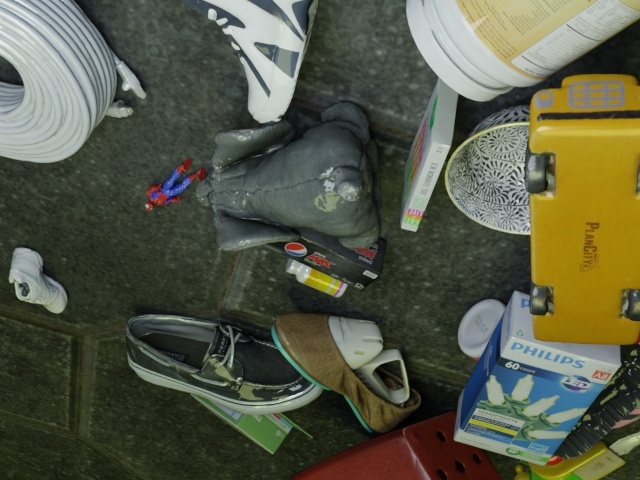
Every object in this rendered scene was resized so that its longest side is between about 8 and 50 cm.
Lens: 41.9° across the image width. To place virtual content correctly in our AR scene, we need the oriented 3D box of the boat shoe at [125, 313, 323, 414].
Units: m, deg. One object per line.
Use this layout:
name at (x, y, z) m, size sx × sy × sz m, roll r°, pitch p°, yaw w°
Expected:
boat shoe at (-0.160, 0.191, 1.326) m, size 0.335 × 0.121 × 0.119 m, roll 6°, pitch 144°, yaw 10°

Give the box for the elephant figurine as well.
elephant figurine at (-0.058, -0.054, 0.919) m, size 0.239 × 0.169 × 0.186 m, roll -5°, pitch 145°, yaw 11°

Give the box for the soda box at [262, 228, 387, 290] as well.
soda box at (0.000, 0.000, 1.076) m, size 0.168 × 0.060 × 0.053 m, roll 26°, pitch 143°, yaw -18°

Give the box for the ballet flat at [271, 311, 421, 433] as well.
ballet flat at (0.060, 0.191, 1.287) m, size 0.124 × 0.116 × 0.342 m, roll -27°, pitch 132°, yaw 15°

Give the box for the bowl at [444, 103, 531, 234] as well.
bowl at (0.218, -0.089, 0.877) m, size 0.170 × 0.080 × 0.170 m, roll 8°, pitch 143°, yaw 6°

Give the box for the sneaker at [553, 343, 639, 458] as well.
sneaker at (0.444, 0.188, 1.180) m, size 0.319 × 0.131 × 0.112 m, roll -39°, pitch 78°, yaw 31°

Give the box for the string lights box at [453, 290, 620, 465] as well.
string lights box at (0.271, 0.183, 1.077) m, size 0.133 × 0.077 × 0.260 m, roll 15°, pitch 139°, yaw 3°

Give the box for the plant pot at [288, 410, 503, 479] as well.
plant pot at (0.157, 0.433, 1.402) m, size 0.267 × 0.267 × 0.236 m, roll -1°, pitch 142°, yaw -51°

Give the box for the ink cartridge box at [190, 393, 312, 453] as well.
ink cartridge box at (-0.121, 0.300, 1.431) m, size 0.209 × 0.062 × 0.109 m, roll 19°, pitch 157°, yaw 48°

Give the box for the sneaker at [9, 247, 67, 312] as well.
sneaker at (-0.448, 0.077, 1.312) m, size 0.053 × 0.061 × 0.152 m, roll 0°, pitch 143°, yaw 14°

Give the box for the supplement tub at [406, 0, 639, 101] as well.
supplement tub at (0.180, -0.214, 0.669) m, size 0.144 × 0.144 × 0.199 m, roll 32°, pitch 140°, yaw -25°

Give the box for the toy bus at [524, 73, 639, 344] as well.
toy bus at (0.251, -0.022, 0.777) m, size 0.108 × 0.130 × 0.333 m, roll 2°, pitch 141°, yaw 17°

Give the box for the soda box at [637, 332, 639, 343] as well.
soda box at (0.368, 0.017, 0.970) m, size 0.092 × 0.083 × 0.263 m, roll 4°, pitch 143°, yaw 15°

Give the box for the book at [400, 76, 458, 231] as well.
book at (0.117, -0.089, 0.893) m, size 0.035 × 0.096 × 0.144 m, roll 13°, pitch 143°, yaw 0°

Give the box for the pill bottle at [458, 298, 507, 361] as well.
pill bottle at (0.275, 0.155, 1.177) m, size 0.160 × 0.087 × 0.087 m, roll 34°, pitch 139°, yaw -27°

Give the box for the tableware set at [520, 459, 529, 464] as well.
tableware set at (0.440, 0.392, 1.497) m, size 0.154 × 0.024 × 0.104 m, roll 7°, pitch 144°, yaw 6°

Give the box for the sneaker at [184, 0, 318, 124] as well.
sneaker at (-0.081, -0.220, 0.782) m, size 0.153 × 0.094 × 0.235 m, roll 16°, pitch 143°, yaw -3°

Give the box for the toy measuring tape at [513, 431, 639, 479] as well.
toy measuring tape at (0.445, 0.311, 1.353) m, size 0.330 × 0.121 × 0.121 m, roll -39°, pitch 123°, yaw 21°

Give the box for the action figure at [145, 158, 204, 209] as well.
action figure at (-0.194, -0.066, 1.076) m, size 0.038 × 0.030 × 0.115 m, roll 29°, pitch 143°, yaw -29°

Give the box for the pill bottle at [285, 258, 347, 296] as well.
pill bottle at (-0.004, 0.044, 1.150) m, size 0.083 × 0.043 × 0.043 m, roll 23°, pitch 142°, yaw -14°

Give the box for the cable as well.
cable at (-0.353, -0.191, 0.903) m, size 0.257 × 0.089 × 0.257 m, roll -6°, pitch 140°, yaw 24°
